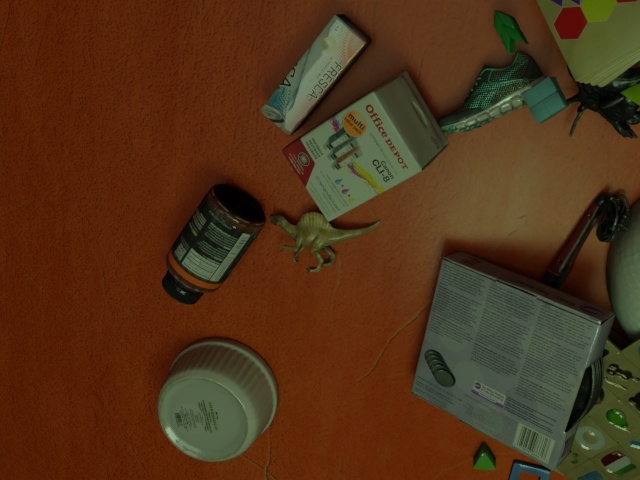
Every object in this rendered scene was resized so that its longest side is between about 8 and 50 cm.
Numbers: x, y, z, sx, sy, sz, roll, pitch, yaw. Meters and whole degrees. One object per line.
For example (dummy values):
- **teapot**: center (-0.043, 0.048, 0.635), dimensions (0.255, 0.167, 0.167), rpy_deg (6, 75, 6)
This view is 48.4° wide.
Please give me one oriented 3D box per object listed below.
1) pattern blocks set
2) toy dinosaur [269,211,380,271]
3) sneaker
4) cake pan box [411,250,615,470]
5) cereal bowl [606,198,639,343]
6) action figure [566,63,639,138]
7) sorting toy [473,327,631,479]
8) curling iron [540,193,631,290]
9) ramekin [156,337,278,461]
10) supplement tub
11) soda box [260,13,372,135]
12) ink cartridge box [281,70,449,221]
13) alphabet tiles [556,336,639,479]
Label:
- **pattern blocks set**: center (0.360, -0.290, 0.845), dimensions (0.324, 0.026, 0.285), rpy_deg (-18, 87, 44)
- **toy dinosaur**: center (0.000, 0.000, 1.135), dimensions (0.183, 0.053, 0.093), rpy_deg (7, 108, 11)
- **sneaker**: center (0.239, -0.210, 1.014), dimensions (0.166, 0.065, 0.076), rpy_deg (-24, 84, 16)
- **cake pan box**: center (0.279, 0.174, 1.062), dimensions (0.267, 0.070, 0.246), rpy_deg (23, 116, 35)
- **cereal bowl**: center (0.577, 0.066, 0.976), dimensions (0.339, 0.141, 0.339), rpy_deg (4, 109, 13)
- **action figure**: center (0.432, -0.237, 0.915), dimensions (0.164, 0.141, 0.275), rpy_deg (47, 138, -13)
- **sorting toy**: center (0.370, 0.282, 1.144), dimensions (0.196, 0.047, 0.348), rpy_deg (25, 112, 4)
- **curling iron**: center (0.364, 0.045, 1.060), dimensions (0.035, 0.068, 0.274), rpy_deg (23, 114, -20)
- **ramekin**: center (-0.185, 0.286, 1.244), dimensions (0.207, 0.109, 0.207), rpy_deg (4, 109, 12)
- **supplement tub**: center (-0.180, 0.012, 1.154), dimensions (0.106, 0.106, 0.198), rpy_deg (38, 113, -1)
- **soda box**: center (-0.007, -0.244, 1.053), dimensions (0.063, 0.058, 0.183), rpy_deg (41, 111, -2)
- **ink cartridge box**: center (0.066, -0.135, 1.014), dimensions (0.176, 0.127, 0.128), rpy_deg (-28, 99, 35)
- **alphabet tiles**: center (0.463, 0.285, 1.051), dimensions (0.342, 0.011, 0.285), rpy_deg (43, 126, 3)
